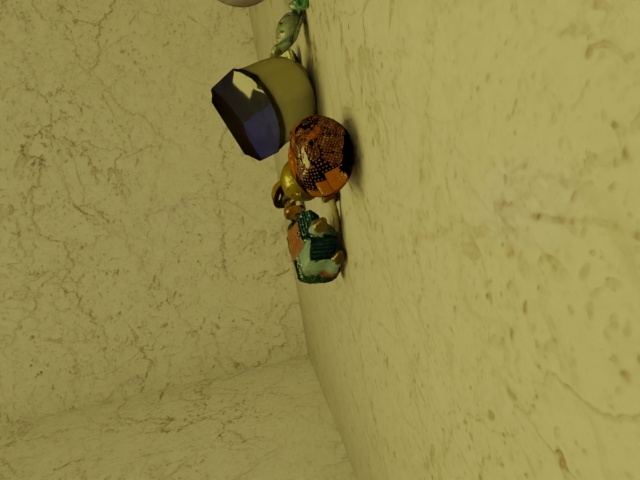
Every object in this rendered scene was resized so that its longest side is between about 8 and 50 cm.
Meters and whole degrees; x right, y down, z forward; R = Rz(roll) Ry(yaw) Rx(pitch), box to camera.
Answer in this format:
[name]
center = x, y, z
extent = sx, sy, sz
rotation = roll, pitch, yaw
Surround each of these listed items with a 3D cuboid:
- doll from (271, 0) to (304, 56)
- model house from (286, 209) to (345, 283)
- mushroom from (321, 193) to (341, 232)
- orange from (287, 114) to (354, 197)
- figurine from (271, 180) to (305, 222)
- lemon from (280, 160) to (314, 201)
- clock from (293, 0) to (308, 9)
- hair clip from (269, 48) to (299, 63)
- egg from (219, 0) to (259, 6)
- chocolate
[doll]
center = -0.108, -0.736, 1.468
extent = 0.104, 0.072, 0.214
rotation = 21, 86, 42
[model house]
center = 0.000, 0.000, 1.561
extent = 0.291, 0.185, 0.253
rotation = 119, 143, -59
[mushroom]
center = 0.043, -0.099, 1.483
extent = 0.060, 0.061, 0.187
rotation = -118, 16, -58
[orange]
center = 0.000, -0.235, 1.195
extent = 0.234, 0.182, 0.234
rotation = 177, 90, -72
[figurine]
center = -0.187, -0.232, 2.383
extent = 0.192, 0.167, 0.256
rotation = 108, 151, -43
[lemon]
center = -0.074, -0.243, 1.665
extent = 0.206, 0.174, 0.173
rotation = -111, 13, -61
[clock]
center = -0.069, -0.829, 1.363
extent = 0.135, 0.041, 0.101
rotation = 92, 164, -53
[hair clip]
center = -0.115, -0.621, 1.739
extent = 0.091, 0.138, 0.321
rotation = -29, -65, -52
[egg]
center = -0.291, -1.051, 1.565
extent = 0.340, 0.355, 0.354
rotation = 48, 151, 41
[chocolate]
center = -0.175, -0.506, 1.566
extent = 0.326, 0.297, 0.314
rotation = -14, 112, 50
